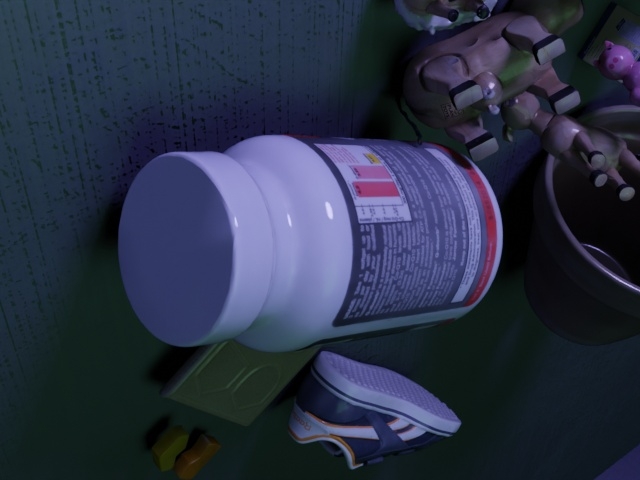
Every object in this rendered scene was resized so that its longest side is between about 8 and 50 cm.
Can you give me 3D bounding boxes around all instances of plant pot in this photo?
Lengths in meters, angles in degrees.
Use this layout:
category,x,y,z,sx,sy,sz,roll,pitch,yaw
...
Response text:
category,x,y,z,sx,sy,sz,roll,pitch,yaw
plant pot,0.435,0.011,1.382,0.323,0.323,0.280,-29,159,-24

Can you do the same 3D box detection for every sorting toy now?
category,x,y,z,sx,sy,sz,roll,pitch,yaw
sorting toy,-0.106,0.161,1.160,0.307,0.041,0.229,-48,151,3

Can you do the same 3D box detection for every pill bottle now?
category,x,y,z,sx,sy,sz,roll,pitch,yaw
pill bottle,0.000,0.000,0.947,0.363,0.210,0.210,-3,127,-45

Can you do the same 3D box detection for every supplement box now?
category,x,y,z,sx,sy,sz,roll,pitch,yaw
supplement box,0.399,-0.249,1.230,0.056,0.083,0.083,5,121,-49

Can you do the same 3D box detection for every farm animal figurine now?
category,x,y,z,sx,sy,sz,roll,pitch,yaw
farm animal figurine,0.231,-0.192,1.039,0.327,0.172,0.330,-15,125,-11

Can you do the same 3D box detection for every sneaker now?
category,x,y,z,sx,sy,sz,roll,pitch,yaw
sneaker,0.072,0.255,1.369,0.321,0.126,0.127,26,101,-44
